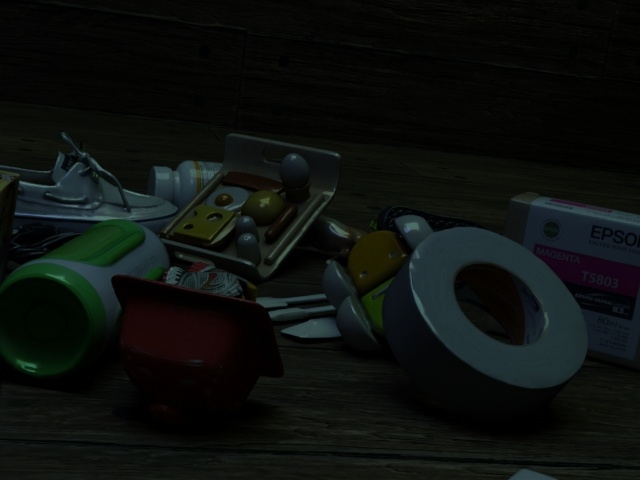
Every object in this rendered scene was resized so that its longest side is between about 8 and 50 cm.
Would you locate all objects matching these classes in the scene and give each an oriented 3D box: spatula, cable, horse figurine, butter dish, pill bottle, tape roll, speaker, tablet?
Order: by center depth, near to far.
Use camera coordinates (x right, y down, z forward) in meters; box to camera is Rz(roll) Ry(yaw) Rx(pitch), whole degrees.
[{"bbox_3d":[0.191,0.226,0.967,0.054,0.006,0.083,15,13,30],"label":"tablet"},{"bbox_3d":[-0.129,0.120,1.022,0.160,0.118,0.160,12,-31,13],"label":"butter dish"},{"bbox_3d":[0.180,0.089,1.174,0.219,0.072,0.219,16,45,-16],"label":"tape roll"},{"bbox_3d":[-0.255,0.056,1.184,0.131,0.131,0.296,9,12,5],"label":"speaker"},{"bbox_3d":[0.010,0.097,1.442,0.242,0.019,0.168,-2,10,-44],"label":"spatula"},{"bbox_3d":[-0.378,0.018,1.500,0.151,0.047,0.184,18,12,20],"label":"cable"},{"bbox_3d":[0.000,0.000,1.765,0.263,0.066,0.174,14,20,12],"label":"horse figurine"},{"bbox_3d":[-0.193,-0.079,1.876,0.208,0.117,0.117,4,13,-20],"label":"pill bottle"}]

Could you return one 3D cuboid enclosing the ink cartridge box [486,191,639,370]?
[{"bbox_3d":[0.358,0.052,1.443,0.235,0.193,0.088,13,13,24],"label":"ink cartridge box"}]

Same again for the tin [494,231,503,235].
[{"bbox_3d":[0.304,0.038,1.744,0.190,0.040,0.106,-5,48,-47],"label":"tin"}]

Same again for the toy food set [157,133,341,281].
[{"bbox_3d":[-0.127,-0.064,1.685,0.220,0.092,0.306,13,40,23],"label":"toy food set"}]

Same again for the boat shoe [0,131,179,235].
[{"bbox_3d":[-0.398,-0.090,1.699,0.367,0.156,0.136,3,13,-19],"label":"boat shoe"}]

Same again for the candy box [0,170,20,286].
[{"bbox_3d":[-0.359,0.025,1.111,0.053,0.186,0.109,10,11,-7],"label":"candy box"}]

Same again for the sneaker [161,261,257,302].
[{"bbox_3d":[-0.134,0.073,1.276,0.093,0.088,0.225,12,13,11],"label":"sneaker"}]

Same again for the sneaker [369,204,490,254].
[{"bbox_3d":[0.201,0.000,1.844,0.235,0.084,0.097,23,-17,2],"label":"sneaker"}]

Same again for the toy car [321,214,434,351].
[{"bbox_3d":[0.101,0.071,1.350,0.136,0.159,0.182,51,10,-36],"label":"toy car"}]
